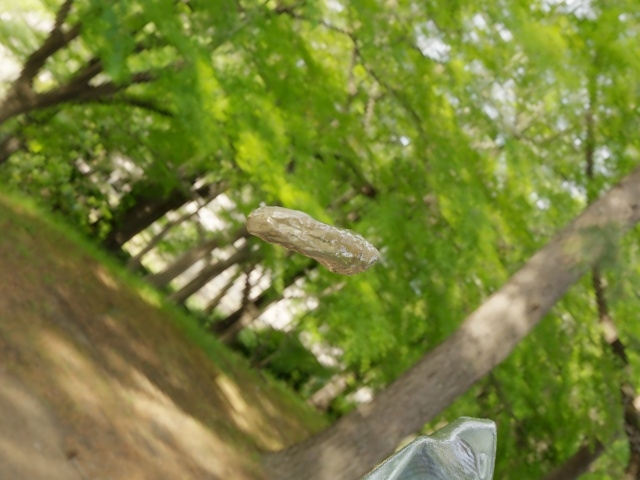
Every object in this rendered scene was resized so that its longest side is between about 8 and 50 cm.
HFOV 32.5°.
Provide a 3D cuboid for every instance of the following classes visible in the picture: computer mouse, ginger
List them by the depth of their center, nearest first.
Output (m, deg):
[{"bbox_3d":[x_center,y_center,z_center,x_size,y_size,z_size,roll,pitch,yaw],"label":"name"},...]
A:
[{"bbox_3d":[0.079,0.214,0.871,0.090,0.167,0.379,52,23,12],"label":"computer mouse"},{"bbox_3d":[0.002,0.001,1.090,0.069,0.051,0.173,22,-4,38],"label":"ginger"}]
